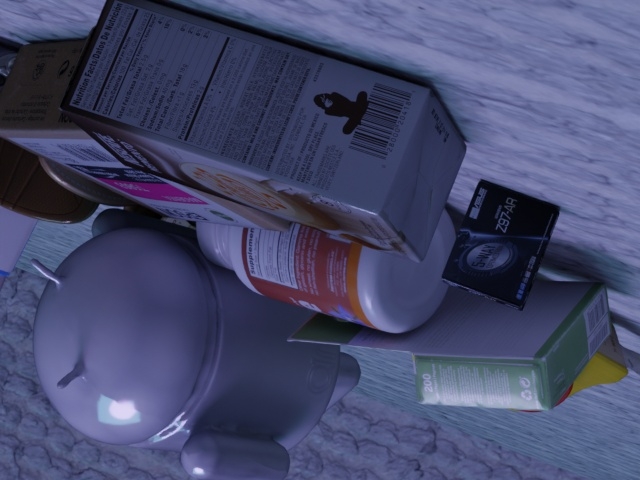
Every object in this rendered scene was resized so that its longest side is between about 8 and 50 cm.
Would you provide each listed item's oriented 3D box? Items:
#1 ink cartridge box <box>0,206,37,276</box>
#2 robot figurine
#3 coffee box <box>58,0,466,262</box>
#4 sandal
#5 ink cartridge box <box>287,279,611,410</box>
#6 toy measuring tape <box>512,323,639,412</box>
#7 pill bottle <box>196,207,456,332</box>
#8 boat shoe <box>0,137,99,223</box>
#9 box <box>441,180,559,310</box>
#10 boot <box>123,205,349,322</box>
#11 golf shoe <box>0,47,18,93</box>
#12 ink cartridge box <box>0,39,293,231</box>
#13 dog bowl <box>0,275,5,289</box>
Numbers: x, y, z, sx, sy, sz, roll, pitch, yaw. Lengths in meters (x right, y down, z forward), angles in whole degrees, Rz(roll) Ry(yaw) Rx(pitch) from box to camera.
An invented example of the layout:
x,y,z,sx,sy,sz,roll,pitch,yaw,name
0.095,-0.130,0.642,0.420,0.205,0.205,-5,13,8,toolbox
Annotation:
x,y,z,sx,sy,sz,roll,pitch,yaw,name
-0.378,-0.064,2.036,0.148,0.086,0.203,20,-160,-21,ink cartridge box
-0.123,0.098,1.844,0.353,0.200,0.300,13,-140,-47,robot figurine
-0.037,-0.079,1.388,0.247,0.098,0.141,19,170,19,coffee box
-0.144,-0.073,1.847,0.240,0.088,0.079,20,143,-39,sandal
0.113,0.082,1.706,0.235,0.056,0.171,1,-159,26,ink cartridge box
0.240,0.129,1.893,0.330,0.121,0.121,28,169,-32,toy measuring tape
0.000,0.000,1.702,0.216,0.121,0.121,15,169,40,pill bottle
-0.312,-0.100,1.920,0.285,0.104,0.089,31,-175,24,boat shoe
0.138,0.004,1.513,0.067,0.083,0.018,21,172,11,box
-0.070,0.008,2.028,0.203,0.095,0.262,30,171,-34,boot
-0.317,-0.152,1.718,0.176,0.069,0.086,22,180,-25,golf shoe
-0.138,-0.087,1.625,0.193,0.088,0.235,28,169,-29,ink cartridge box
-0.496,-0.011,2.163,0.349,0.348,0.102,25,175,-22,dog bowl
